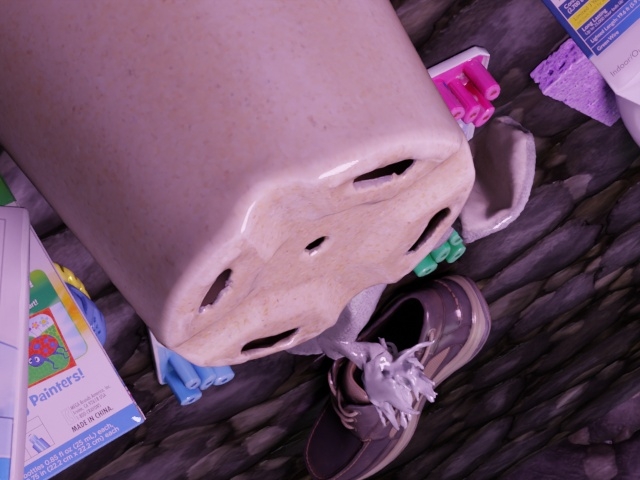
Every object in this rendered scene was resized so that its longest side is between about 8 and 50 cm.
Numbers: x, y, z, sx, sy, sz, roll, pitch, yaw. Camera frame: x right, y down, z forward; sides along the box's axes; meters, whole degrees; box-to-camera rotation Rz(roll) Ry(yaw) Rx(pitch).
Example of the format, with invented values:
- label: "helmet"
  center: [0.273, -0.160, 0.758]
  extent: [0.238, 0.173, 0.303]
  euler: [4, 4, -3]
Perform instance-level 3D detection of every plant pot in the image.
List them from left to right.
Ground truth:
- label: "plant pot"
  center: [-0.073, -0.102, 1.023]
  extent: [0.333, 0.305, 0.334]
  euler: [-28, 157, -13]

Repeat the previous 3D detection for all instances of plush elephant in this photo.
- label: "plush elephant"
  center: [0.026, -0.041, 1.359]
  extent: [0.272, 0.330, 0.255]
  euler: [-27, -159, 42]

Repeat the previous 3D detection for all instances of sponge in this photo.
- label: "sponge"
  center: [0.313, -0.187, 1.732]
  extent: [0.117, 0.031, 0.210]
  euler: [-42, 156, 19]

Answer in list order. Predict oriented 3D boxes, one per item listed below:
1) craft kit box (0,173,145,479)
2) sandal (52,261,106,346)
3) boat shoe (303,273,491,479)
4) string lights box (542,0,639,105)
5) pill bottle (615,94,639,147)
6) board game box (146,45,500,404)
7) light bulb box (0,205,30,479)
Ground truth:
- label: "craft kit box"
  center: [-0.299, 0.091, 1.198]
  extent: [0.250, 0.247, 0.061]
  euler: [-30, -172, -8]
- label: "sandal"
  center: [-0.282, 0.089, 1.355]
  extent: [0.126, 0.138, 0.317]
  euler: [-43, 158, 17]
- label: "boat shoe"
  center: [0.066, 0.174, 2.039]
  extent: [0.130, 0.132, 0.355]
  euler: [6, 128, -43]
- label: "string lights box"
  center: [0.200, -0.238, 1.174]
  extent: [0.133, 0.260, 0.076]
  euler: [-43, 156, 20]
- label: "pill bottle"
  center: [0.484, -0.208, 1.685]
  extent: [0.334, 0.188, 0.188]
  euler: [-43, 159, -10]
- label: "board game box"
  center: [0.000, 0.000, 1.664]
  extent: [0.390, 0.050, 0.390]
  euler: [-27, 157, -14]
- label: "light bulb box"
  center: [-0.362, 0.177, 0.973]
  extent: [0.357, 0.361, 0.225]
  euler: [2, 147, -10]
